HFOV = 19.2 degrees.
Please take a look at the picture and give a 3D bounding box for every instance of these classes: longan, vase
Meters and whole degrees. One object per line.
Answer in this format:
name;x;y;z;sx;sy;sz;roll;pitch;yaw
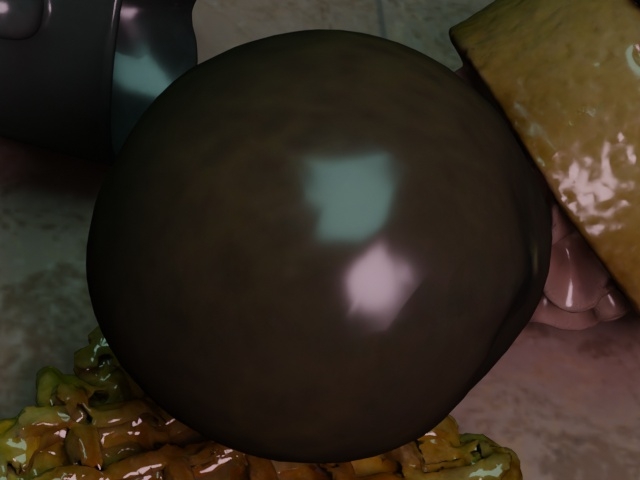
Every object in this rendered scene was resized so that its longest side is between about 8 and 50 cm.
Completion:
longan;0.000;0.000;0.805;0.198;0.198;0.212;34;40;16
vase;-0.217;-0.135;0.954;0.301;0.156;0.251;11;10;2

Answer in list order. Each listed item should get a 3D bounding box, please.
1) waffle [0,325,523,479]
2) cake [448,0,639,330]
waffle;-0.031;0.129;0.829;0.245;0.052;0.254;22;44;7
cake;0.129;-0.024;0.955;0.207;0.178;0.185;38;17;-34
